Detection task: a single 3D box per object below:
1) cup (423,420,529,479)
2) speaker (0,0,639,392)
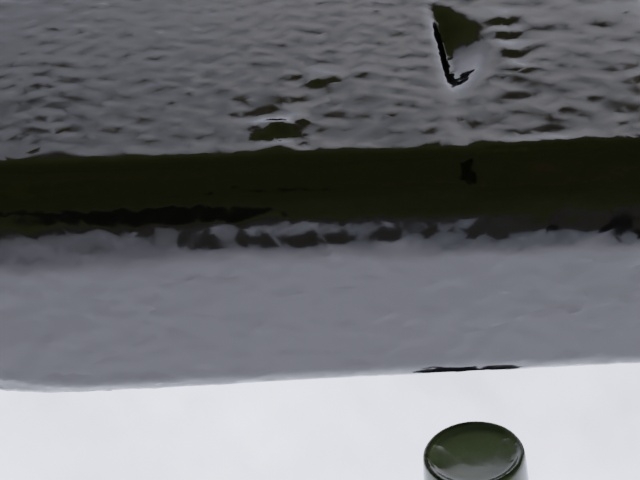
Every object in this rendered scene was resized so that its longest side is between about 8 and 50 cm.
[{"bbox_3d":[0.068,0.137,0.769,0.075,0.083,0.054,-32,-141,-33],"label":"cup"},{"bbox_3d":[0.000,0.000,0.671,0.388,0.184,0.180,-1,-145,-3],"label":"speaker"}]
